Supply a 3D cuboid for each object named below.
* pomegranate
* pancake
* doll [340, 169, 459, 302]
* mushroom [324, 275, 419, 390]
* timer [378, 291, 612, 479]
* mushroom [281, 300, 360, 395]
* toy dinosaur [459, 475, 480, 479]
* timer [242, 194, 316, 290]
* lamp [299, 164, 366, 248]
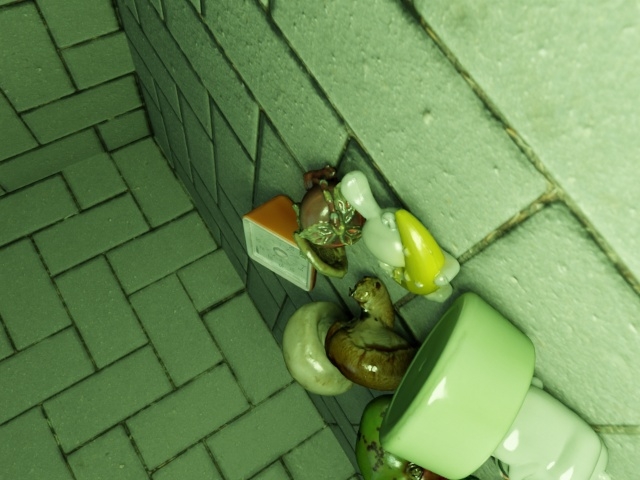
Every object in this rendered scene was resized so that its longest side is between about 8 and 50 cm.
[{"bbox_3d":[0.206,0.518,1.266,0.290,0.291,0.323,69,169,-22],"label":"pomegranate"},{"bbox_3d":[0.000,0.000,1.225,0.212,0.029,0.235,34,-149,-39],"label":"pancake"},{"bbox_3d":[0.151,0.004,0.906,0.252,0.111,0.237,45,171,37],"label":"doll"},{"bbox_3d":[0.143,0.256,1.183,0.267,0.267,0.254,49,124,32],"label":"mushroom"},{"bbox_3d":[0.294,0.284,0.771,0.315,0.290,0.290,32,155,10],"label":"timer"},{"bbox_3d":[0.043,0.312,1.479,0.290,0.298,0.297,-34,84,35],"label":"mushroom"},{"bbox_3d":[0.361,0.628,1.320,0.300,0.087,0.447,59,161,28],"label":"toy dinosaur"},{"bbox_3d":[-0.099,0.021,1.514,0.250,0.161,0.257,44,156,20],"label":"timer"},{"bbox_3d":[0.034,-0.060,1.089,0.223,0.151,0.215,-78,-20,-51],"label":"lamp"}]
